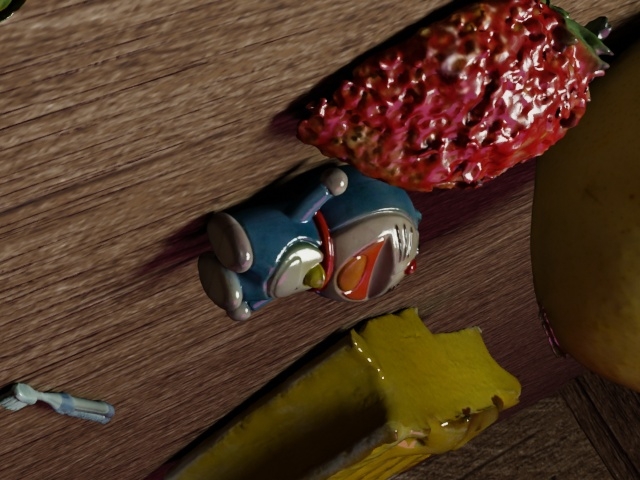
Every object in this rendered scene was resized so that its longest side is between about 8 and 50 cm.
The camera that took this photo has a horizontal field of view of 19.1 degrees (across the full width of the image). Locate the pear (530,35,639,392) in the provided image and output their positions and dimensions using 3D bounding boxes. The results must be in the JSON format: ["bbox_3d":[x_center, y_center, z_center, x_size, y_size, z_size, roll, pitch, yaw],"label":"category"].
[{"bbox_3d":[0.297,-0.024,1.348,0.309,0.309,0.309,-30,168,-7],"label":"pear"}]

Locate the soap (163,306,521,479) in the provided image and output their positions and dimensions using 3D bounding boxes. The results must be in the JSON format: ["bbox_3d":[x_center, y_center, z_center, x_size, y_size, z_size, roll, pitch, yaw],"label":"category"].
[{"bbox_3d":[0.026,0.194,1.872,0.281,0.143,0.259,-39,162,28],"label":"soap"}]

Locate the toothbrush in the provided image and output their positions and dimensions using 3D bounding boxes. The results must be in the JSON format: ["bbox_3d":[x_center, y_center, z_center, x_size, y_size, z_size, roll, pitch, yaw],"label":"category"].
[{"bbox_3d":[-0.183,0.117,1.344,0.019,0.016,0.219,-32,168,5],"label":"toothbrush"}]

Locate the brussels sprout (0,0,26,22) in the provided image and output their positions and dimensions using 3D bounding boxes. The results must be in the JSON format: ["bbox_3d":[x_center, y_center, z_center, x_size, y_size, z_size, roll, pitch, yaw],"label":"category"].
[{"bbox_3d":[-0.104,-0.102,0.597,0.051,0.046,0.083,-31,169,-38],"label":"brussels sprout"}]

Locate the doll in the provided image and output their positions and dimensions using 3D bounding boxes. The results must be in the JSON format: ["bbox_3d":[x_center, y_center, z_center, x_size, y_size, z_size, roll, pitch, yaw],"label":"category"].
[{"bbox_3d":[0.000,0.000,1.184,0.152,0.085,0.114,-12,140,-31],"label":"doll"}]

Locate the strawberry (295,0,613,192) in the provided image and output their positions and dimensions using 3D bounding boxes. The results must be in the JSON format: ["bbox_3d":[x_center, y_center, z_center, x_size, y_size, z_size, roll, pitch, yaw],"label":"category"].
[{"bbox_3d":[0.087,-0.079,1.083,0.140,0.085,0.192,-37,165,31],"label":"strawberry"}]
